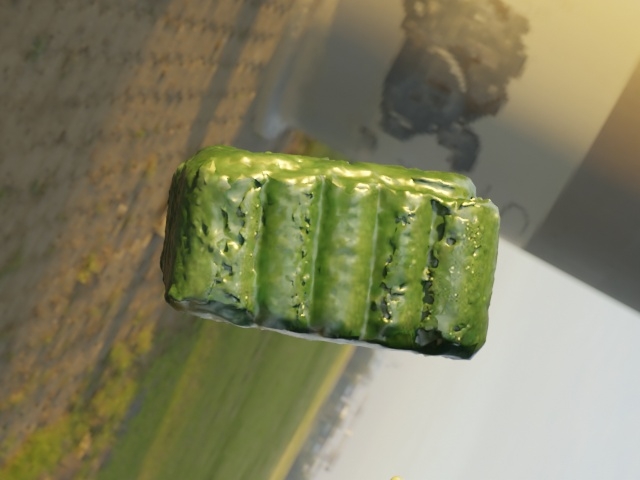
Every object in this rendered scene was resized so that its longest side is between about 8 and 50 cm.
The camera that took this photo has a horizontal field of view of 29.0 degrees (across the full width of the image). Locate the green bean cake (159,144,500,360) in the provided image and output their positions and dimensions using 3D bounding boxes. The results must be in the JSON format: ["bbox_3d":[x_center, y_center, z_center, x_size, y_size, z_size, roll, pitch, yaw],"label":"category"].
[{"bbox_3d":[0.000,0.000,1.216,0.308,0.300,0.169,-158,-104,-80],"label":"green bean cake"}]

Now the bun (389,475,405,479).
[{"bbox_3d":[0.070,0.278,0.933,0.259,0.259,0.160,-55,150,-58],"label":"bun"}]
